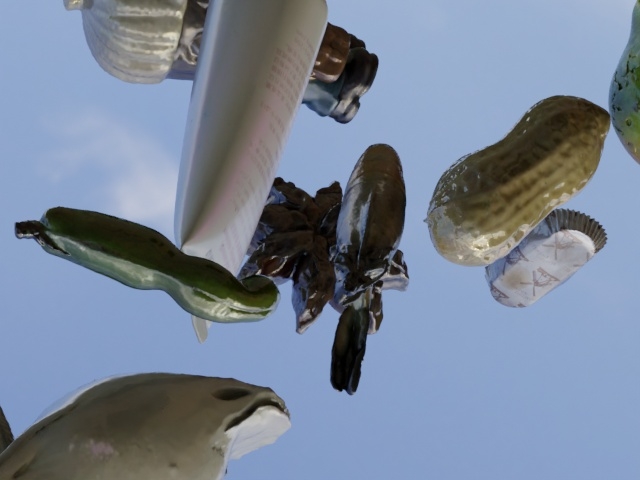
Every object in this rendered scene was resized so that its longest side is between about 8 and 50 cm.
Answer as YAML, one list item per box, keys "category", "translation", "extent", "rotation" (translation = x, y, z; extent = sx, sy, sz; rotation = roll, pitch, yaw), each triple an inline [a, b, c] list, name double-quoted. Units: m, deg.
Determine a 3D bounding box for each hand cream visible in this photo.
- category: "hand cream"
  translation: [-0.084, -0.095, 1.825]
  extent: [0.118, 0.185, 0.358]
  rotation: [11, -115, 7]

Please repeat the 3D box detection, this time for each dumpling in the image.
- category: "dumpling"
  translation: [-0.215, 0.239, 1.899]
  extent: [0.181, 0.260, 0.341]
  rotation: [48, -127, 0]

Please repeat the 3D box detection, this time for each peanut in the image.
- category: "peanut"
  translation: [0.177, -0.056, 1.709]
  extent: [0.090, 0.214, 0.099]
  rotation: [60, 158, -15]

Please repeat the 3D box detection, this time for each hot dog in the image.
- category: "hot dog"
  translation: [0.275, 0.023, 2.386]
  extent: [0.099, 0.192, 0.053]
  rotation: [31, -133, -11]

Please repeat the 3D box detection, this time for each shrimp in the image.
- category: "shrimp"
  translation: [0.030, 0.045, 1.428]
  extent: [0.051, 0.198, 0.262]
  rotation: [7, -158, 2]

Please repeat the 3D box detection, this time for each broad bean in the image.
- category: "broad bean"
  translation: [-0.127, 0.016, 1.440]
  extent: [0.214, 0.048, 0.070]
  rotation: [21, -168, -17]

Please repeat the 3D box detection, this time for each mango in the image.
- category: "mango"
  translation: [0.433, -0.201, 2.476]
  extent: [0.125, 0.232, 0.111]
  rotation: [-7, -174, 5]

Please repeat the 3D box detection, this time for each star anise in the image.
- category: "star anise"
  translation: [0.001, -0.001, 2.272]
  extent: [0.223, 0.109, 0.236]
  rotation: [27, -142, 11]

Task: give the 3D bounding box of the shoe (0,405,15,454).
- category: "shoe"
  translation: [-0.394, 0.162, 1.959]
  extent: [0.112, 0.099, 0.227]
  rotation: [16, -143, -52]

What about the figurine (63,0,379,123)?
- category: "figurine"
  translation: [-0.111, -0.216, 2.070]
  extent: [0.332, 0.204, 0.185]
  rotation: [39, -174, -24]
